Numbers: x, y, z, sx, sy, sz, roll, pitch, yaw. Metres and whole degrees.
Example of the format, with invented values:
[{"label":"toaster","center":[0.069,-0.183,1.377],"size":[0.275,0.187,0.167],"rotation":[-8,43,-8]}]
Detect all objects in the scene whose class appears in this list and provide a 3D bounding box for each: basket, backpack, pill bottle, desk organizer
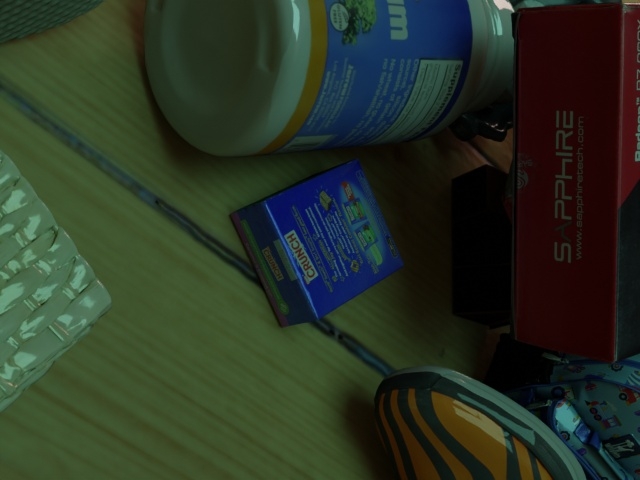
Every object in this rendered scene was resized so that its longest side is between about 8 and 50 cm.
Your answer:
[{"label":"basket","center":[-0.197,0.046,0.461],"size":[0.113,0.103,0.167],"rotation":[56,47,-12]},{"label":"backpack","center":[0.228,0.143,0.779],"size":[0.158,0.173,0.117],"rotation":[52,47,-18]},{"label":"pill bottle","center":[0.024,-0.143,0.703],"size":[0.272,0.152,0.152],"rotation":[-11,83,-45]},{"label":"desk organizer","center":[0.145,0.005,0.841],"size":[0.050,0.047,0.130],"rotation":[19,63,-35]}]

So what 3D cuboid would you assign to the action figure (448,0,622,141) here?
[{"label":"action figure","center":[0.246,-0.228,0.912],"size":[0.330,0.178,0.341],"rotation":[23,56,-17]}]

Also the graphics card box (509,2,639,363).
[{"label":"graphics card box","center":[0.298,-0.062,0.741],"size":[0.371,0.094,0.233],"rotation":[-10,103,-38]}]

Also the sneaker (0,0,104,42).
[{"label":"sneaker","center":[-0.235,-0.188,0.514],"size":[0.282,0.102,0.161],"rotation":[-15,83,-45]}]

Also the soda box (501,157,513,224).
[{"label":"soda box","center":[0.248,0.034,0.850],"size":[0.263,0.092,0.083],"rotation":[60,38,-29]}]

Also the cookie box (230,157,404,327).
[{"label":"cookie box","center":[0.000,0.000,0.708],"size":[0.107,0.040,0.092],"rotation":[-27,95,-45]}]

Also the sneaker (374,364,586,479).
[{"label":"sneaker","center":[0.119,0.248,0.673],"size":[0.321,0.124,0.180],"rotation":[54,46,-15]}]
